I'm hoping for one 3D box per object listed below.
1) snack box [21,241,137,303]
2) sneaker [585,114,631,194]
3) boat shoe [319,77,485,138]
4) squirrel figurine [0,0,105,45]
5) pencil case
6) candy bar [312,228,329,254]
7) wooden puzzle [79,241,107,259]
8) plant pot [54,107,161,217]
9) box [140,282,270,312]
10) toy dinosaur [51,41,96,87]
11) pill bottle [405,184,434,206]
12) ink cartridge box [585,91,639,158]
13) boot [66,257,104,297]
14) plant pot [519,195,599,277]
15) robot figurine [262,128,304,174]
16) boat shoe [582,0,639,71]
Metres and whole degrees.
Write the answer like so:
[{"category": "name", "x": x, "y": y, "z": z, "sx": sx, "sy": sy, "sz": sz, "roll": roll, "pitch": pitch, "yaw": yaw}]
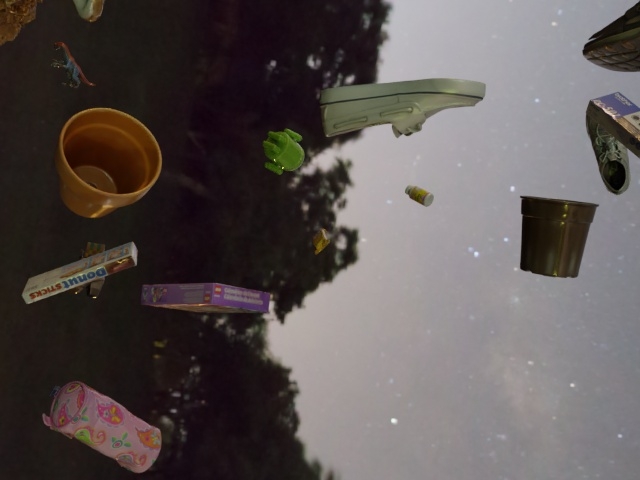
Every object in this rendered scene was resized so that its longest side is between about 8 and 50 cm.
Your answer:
[{"category": "snack box", "x": -0.381, "y": 0.050, "z": 1.113, "sx": 0.064, "sy": 0.178, "sz": 0.022, "roll": -121, "pitch": -168, "yaw": -67}, {"category": "sneaker", "x": 0.842, "y": -0.263, "z": 2.011, "sx": 0.281, "sy": 0.105, "sz": 0.115, "roll": 68, "pitch": 24, "yaw": -10}, {"category": "boat shoe", "x": 0.131, "y": -0.210, "z": 1.129, "sx": 0.096, "sy": 0.268, "sz": 0.088, "roll": -35, "pitch": 123, "yaw": -81}, {"category": "squirrel figurine", "x": -0.393, "y": -0.414, "z": 0.857, "sx": 0.397, "sy": 0.370, "sz": 0.281, "roll": -40, "pitch": -154, "yaw": 38}, {"category": "pencil case", "x": -0.490, "y": 0.428, "z": 1.594, "sx": 0.284, "sy": 0.124, "sz": 0.124, "roll": 49, "pitch": 28, "yaw": -42}, {"category": "candy bar", "x": 0.000, "y": 0.000, "z": 1.470, "sx": 0.040, "sy": 0.018, "sz": 0.161, "roll": -46, "pitch": -172, "yaw": 5}, {"category": "wooden puzzle", "x": -0.593, "y": 0.032, "z": 1.830, "sx": 0.006, "sy": 0.083, "sz": 0.049, "roll": 45, "pitch": 54, "yaw": -77}, {"category": "plant pot", "x": -0.464, "y": -0.142, "z": 1.470, "sx": 0.188, "sy": 0.205, "sz": 0.205, "roll": -38, "pitch": -137, "yaw": 50}, {"category": "box", "x": -0.307, "y": 0.154, "z": 1.854, "sx": 0.293, "sy": 0.201, "sz": 0.057, "roll": -4, "pitch": -103, "yaw": 40}, {"category": "toy dinosaur", "x": -0.478, "y": -0.335, "z": 1.328, "sx": 0.047, "sy": 0.090, "sz": 0.082, "roll": 26, "pitch": -62, "yaw": 35}, {"category": "pill bottle", "x": 0.290, "y": -0.134, "z": 2.057, "sx": 0.083, "sy": 0.043, "sz": 0.043, "roll": 32, "pitch": -59, "yaw": 35}, {"category": "ink cartridge box", "x": 0.785, "y": -0.297, "z": 1.780, "sx": 0.046, "sy": 0.097, "sz": 0.207, "roll": 90, "pitch": -25, "yaw": -47}, {"category": "boot", "x": -0.556, "y": 0.081, "z": 1.623, "sx": 0.042, "sy": 0.118, "sz": 0.087, "roll": -22, "pitch": -122, "yaw": 27}, {"category": "plant pot", "x": 0.510, "y": -0.008, "z": 1.526, "sx": 0.167, "sy": 0.167, "sz": 0.165, "roll": -147, "pitch": -118, "yaw": -77}, {"category": "robot figurine", "x": -0.080, "y": -0.197, "z": 1.549, "sx": 0.067, "sy": 0.115, "sz": 0.101, "roll": 24, "pitch": -97, "yaw": 35}, {"category": "boat shoe", "x": 0.703, "y": -0.445, "z": 1.423, "sx": 0.355, "sy": 0.132, "sz": 0.130, "roll": -4, "pitch": -116, "yaw": 58}]
